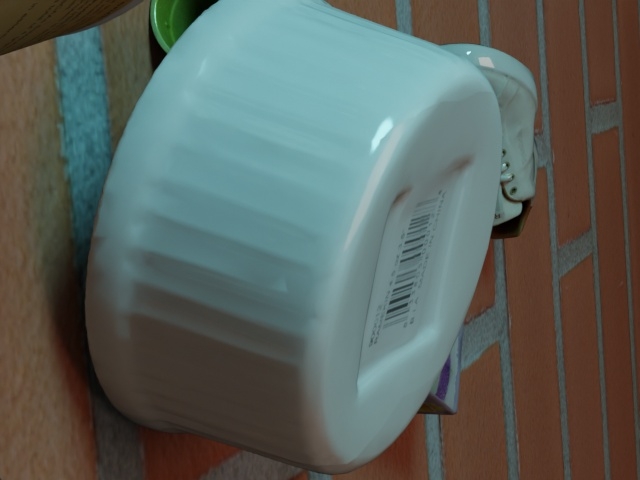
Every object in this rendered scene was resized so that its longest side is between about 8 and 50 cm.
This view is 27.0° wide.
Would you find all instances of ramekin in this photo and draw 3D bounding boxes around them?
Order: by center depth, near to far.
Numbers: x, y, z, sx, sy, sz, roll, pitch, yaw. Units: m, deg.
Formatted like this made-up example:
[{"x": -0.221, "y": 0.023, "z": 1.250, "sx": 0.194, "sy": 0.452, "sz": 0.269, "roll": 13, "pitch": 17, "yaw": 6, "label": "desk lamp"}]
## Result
[{"x": 0.000, "y": 0.000, "z": 0.776, "sx": 0.277, "sy": 0.135, "sz": 0.277, "roll": -48, "pitch": 149, "yaw": -43, "label": "ramekin"}]

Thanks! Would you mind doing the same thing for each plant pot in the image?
[{"x": -0.056, "y": -0.132, "z": 0.843, "sx": 0.079, "sy": 0.083, "sz": 0.083, "roll": 53, "pitch": 40, "yaw": -71, "label": "plant pot"}]

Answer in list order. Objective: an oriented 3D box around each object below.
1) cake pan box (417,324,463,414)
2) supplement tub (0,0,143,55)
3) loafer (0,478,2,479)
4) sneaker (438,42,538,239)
[{"x": 0.061, "y": -0.008, "z": 1.116, "sx": 0.246, "sy": 0.070, "sz": 0.267, "roll": 48, "pitch": 45, "yaw": -60, "label": "cake pan box"}, {"x": -0.150, "y": -0.162, "z": 0.415, "sx": 0.316, "sy": 0.228, "sz": 0.228, "roll": -40, "pitch": 125, "yaw": -62, "label": "supplement tub"}, {"x": -0.158, "y": 0.115, "z": 0.590, "sx": 0.170, "sy": 0.062, "sz": 0.061, "roll": 53, "pitch": 36, "yaw": -56, "label": "loafer"}, {"x": 0.170, "y": -0.088, "z": 1.327, "sx": 0.290, "sy": 0.105, "sz": 0.123, "roll": 49, "pitch": 42, "yaw": -59, "label": "sneaker"}]
